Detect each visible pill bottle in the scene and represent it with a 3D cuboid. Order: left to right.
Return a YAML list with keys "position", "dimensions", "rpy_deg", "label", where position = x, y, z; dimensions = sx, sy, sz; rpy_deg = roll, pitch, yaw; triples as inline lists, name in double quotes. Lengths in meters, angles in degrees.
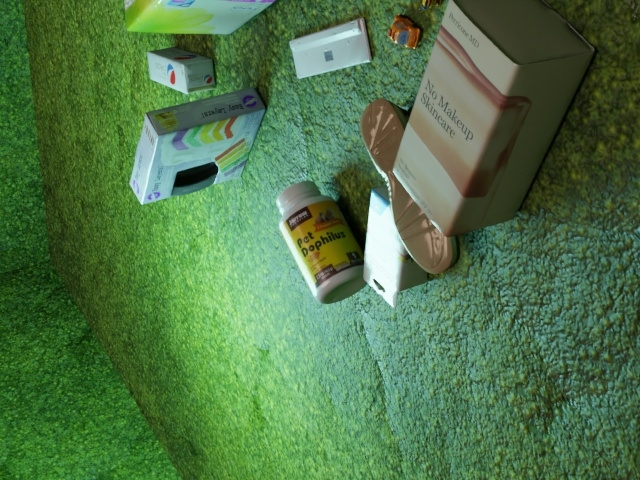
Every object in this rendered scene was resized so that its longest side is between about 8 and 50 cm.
- position: [0.000, 0.000, 1.752]
  dimensions: [0.215, 0.117, 0.117]
  rpy_deg: [62, 150, 21]
  label: "pill bottle"

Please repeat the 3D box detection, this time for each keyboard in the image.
- position: [0.014, -0.331, 1.665]
  dimensions: [0.256, 0.014, 0.072]
  rpy_deg: [4, 114, 61]
  label: "keyboard"

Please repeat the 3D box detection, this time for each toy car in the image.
- position: [0.131, -0.334, 1.412]
  dimensions: [0.060, 0.040, 0.122]
  rpy_deg: [61, 150, 23]
  label: "toy car"

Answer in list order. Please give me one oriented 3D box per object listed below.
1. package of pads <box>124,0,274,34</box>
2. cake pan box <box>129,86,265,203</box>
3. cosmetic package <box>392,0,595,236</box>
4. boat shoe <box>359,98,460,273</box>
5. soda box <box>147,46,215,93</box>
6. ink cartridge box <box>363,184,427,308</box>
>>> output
- position: [-0.212, -0.468, 1.773]
  dimensions: [0.296, 0.229, 0.101]
  rpy_deg: [-12, 84, 60]
  label: "package of pads"
- position: [-0.259, -0.192, 1.989]
  dimensions: [0.070, 0.245, 0.267]
  rpy_deg: [62, 150, 21]
  label: "cake pan box"
- position: [0.214, -0.164, 1.256]
  dimensions: [0.153, 0.129, 0.296]
  rpy_deg: [55, 147, 33]
  label: "cosmetic package"
- position: [0.153, -0.087, 1.455]
  dimensions: [0.103, 0.092, 0.285]
  rpy_deg: [-39, 66, 41]
  label: "boat shoe"
- position: [-0.318, -0.388, 2.175]
  dimensions: [0.216, 0.074, 0.069]
  rpy_deg: [29, 129, 54]
  label: "soda box"
- position: [0.128, 0.009, 1.581]
  dimensions: [0.104, 0.061, 0.181]
  rpy_deg: [45, 141, 44]
  label: "ink cartridge box"
